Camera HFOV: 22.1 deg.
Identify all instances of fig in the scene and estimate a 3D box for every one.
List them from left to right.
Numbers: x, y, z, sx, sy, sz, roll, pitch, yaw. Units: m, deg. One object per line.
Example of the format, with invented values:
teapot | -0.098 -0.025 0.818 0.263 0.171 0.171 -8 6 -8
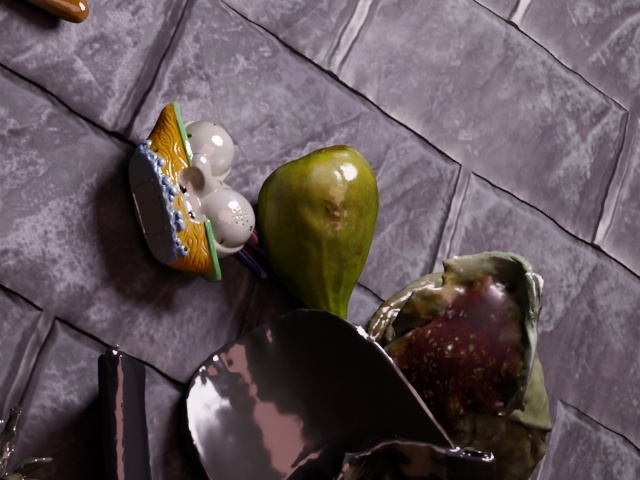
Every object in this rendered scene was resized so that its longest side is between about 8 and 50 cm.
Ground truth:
fig | -0.010 -0.013 2.100 0.167 0.167 0.233 15 99 -31

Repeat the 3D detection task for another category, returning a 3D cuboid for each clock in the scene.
clock | -0.156 -0.060 2.030 0.144 0.103 0.231 -15 89 -38

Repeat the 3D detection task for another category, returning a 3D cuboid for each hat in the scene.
hat | 0.009 0.298 2.045 0.366 0.257 0.381 -29 61 -8

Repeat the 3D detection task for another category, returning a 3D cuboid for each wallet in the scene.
wallet | -0.220 0.248 1.895 0.044 0.149 0.250 -6 78 5

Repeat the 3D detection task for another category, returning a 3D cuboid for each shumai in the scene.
shumai | 0.219 0.179 2.115 0.292 0.288 0.330 -16 86 -37

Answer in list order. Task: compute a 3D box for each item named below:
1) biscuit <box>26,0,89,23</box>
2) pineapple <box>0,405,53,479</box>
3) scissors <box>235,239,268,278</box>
biscuit | -0.388 -0.338 1.971 0.208 0.047 0.164 -6 83 -36
pineapple | -0.342 0.322 1.788 0.169 0.169 0.340 -31 90 -36
scissors | -0.105 0.002 2.104 0.113 0.012 0.039 40 58 -20
